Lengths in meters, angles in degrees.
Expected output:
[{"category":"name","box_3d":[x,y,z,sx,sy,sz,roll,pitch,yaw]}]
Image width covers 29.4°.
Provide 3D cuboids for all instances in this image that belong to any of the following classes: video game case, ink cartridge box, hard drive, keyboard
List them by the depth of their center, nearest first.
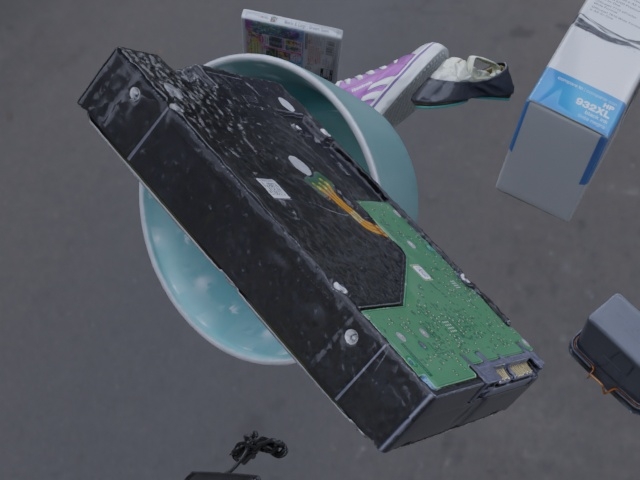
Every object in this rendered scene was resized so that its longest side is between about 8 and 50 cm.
[{"category":"hard drive","box_3d":[0.000,0.000,0.904,0.339,0.064,0.237,46,20,19]},{"category":"keyboard","box_3d":[-0.119,0.290,1.398,0.201,0.033,0.317,-42,6,-20]},{"category":"video game case","box_3d":[-0.042,-0.277,1.758,0.143,0.157,0.019,13,74,2]},{"category":"ink cartridge box","box_3d":[0.398,-0.218,1.816,0.129,0.223,0.307,27,59,12]}]

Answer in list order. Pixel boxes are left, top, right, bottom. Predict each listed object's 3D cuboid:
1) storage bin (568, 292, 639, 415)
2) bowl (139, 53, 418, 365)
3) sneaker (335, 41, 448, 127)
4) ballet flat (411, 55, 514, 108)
[{"category":"storage bin","box_3d":[0.373,0.136,1.494,0.098,0.091,0.135,-37,62,-15]},{"category":"bowl","box_3d":[-0.022,-0.041,1.269,0.311,0.312,0.163,22,22,32]},{"category":"sneaker","box_3d":[0.063,-0.243,1.944,0.282,0.102,0.161,-43,68,-4]},{"category":"ballet flat","box_3d":[0.205,-0.231,1.757,0.203,0.074,0.074,-11,31,-42]}]
